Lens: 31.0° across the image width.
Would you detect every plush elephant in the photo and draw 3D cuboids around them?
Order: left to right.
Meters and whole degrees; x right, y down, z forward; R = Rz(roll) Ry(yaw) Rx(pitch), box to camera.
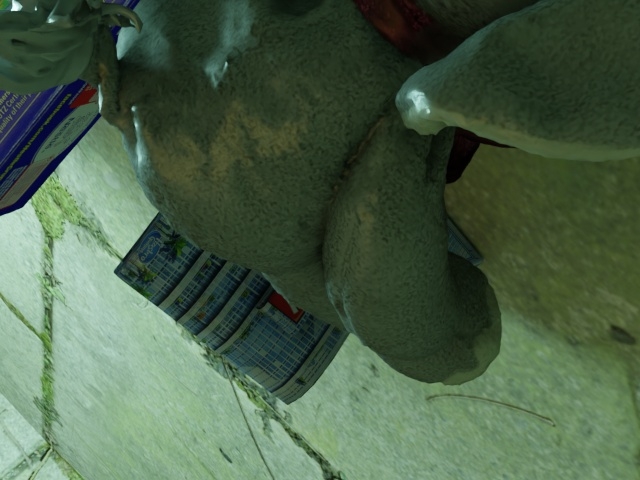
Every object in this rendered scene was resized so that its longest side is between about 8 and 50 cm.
[{"bbox_3d":[0.051,-0.100,0.477,0.255,0.330,0.272,-21,72,28],"label":"plush elephant"}]

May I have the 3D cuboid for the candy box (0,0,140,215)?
[{"bbox_3d":[-0.259,-0.208,0.767,0.317,0.122,0.268,47,113,2],"label":"candy box"}]

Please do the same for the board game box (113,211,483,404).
[{"bbox_3d":[0.000,0.000,0.766,0.194,0.194,0.060,37,155,-8],"label":"board game box"}]
